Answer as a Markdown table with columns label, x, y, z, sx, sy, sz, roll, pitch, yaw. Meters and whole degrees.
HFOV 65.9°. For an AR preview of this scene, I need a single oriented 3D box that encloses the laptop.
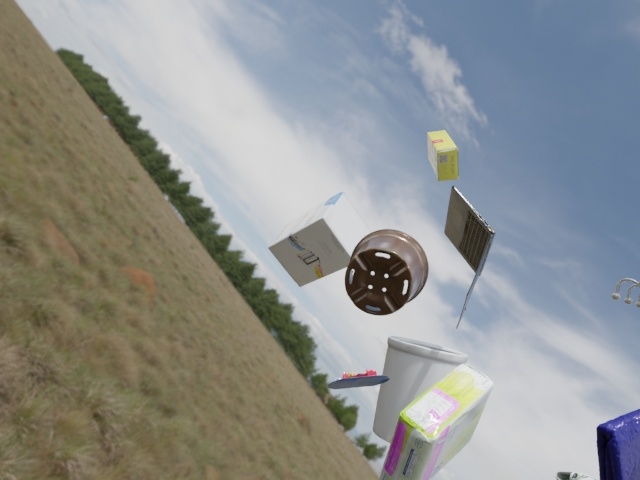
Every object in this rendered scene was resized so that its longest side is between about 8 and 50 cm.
| label | x | y | z | sx | sy | sz | roll | pitch | yaw |
| --- | --- | --- | --- | --- | --- | --- | --- | --- | --- |
| laptop | 0.544 | 0.073 | 1.986 | 0.408 | 0.236 | 0.382 | 58 | -8 | 29 |

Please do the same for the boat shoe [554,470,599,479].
| label | x | y | z | sx | sy | sz | roll | pitch | yaw |
| --- | --- | --- | --- | --- | --- | --- | --- | --- | --- |
| boat shoe | 0.901 | 0.849 | 1.719 | 0.076 | 0.083 | 0.226 | 51 | -27 | 11 |

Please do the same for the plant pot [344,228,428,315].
| label | x | y | z | sx | sy | sz | roll | pitch | yaw |
| --- | --- | --- | --- | --- | --- | --- | --- | --- | --- |
| plant pot | 0.124 | 0.067 | 0.959 | 0.167 | 0.167 | 0.165 | 50 | 14 | 4 |

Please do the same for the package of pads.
| label | x | y | z | sx | sy | sz | roll | pitch | yaw |
| --- | --- | --- | --- | --- | --- | --- | --- | --- | --- |
| package of pads | 0.282 | 0.447 | 1.183 | 0.101 | 0.296 | 0.229 | 32 | -55 | 35 |

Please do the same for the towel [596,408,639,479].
| label | x | y | z | sx | sy | sz | roll | pitch | yaw |
| --- | --- | --- | --- | --- | --- | --- | --- | --- | --- |
| towel | 0.718 | 0.454 | 1.051 | 0.076 | 0.307 | 0.228 | 178 | -98 | -71 |

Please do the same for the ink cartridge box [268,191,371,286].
| label | x | y | z | sx | sy | sz | roll | pitch | yaw |
| --- | --- | --- | --- | --- | --- | --- | --- | --- | --- |
| ink cartridge box | 0.000 | 0.000 | 1.487 | 0.232 | 0.171 | 0.168 | -26 | -71 | 36 |

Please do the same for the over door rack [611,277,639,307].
| label | x | y | z | sx | sy | sz | roll | pitch | yaw |
| --- | --- | --- | --- | --- | --- | --- | --- | --- | --- |
| over door rack | 0.817 | 0.216 | 1.079 | 0.239 | 0.108 | 0.324 | 13 | 23 | -45 |

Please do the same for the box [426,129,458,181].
| label | x | y | z | sx | sy | sz | roll | pitch | yaw |
| --- | --- | --- | --- | --- | --- | --- | --- | --- | --- |
| box | 0.343 | -0.244 | 1.393 | 0.232 | 0.058 | 0.088 | -79 | 162 | -64 |

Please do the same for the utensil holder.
| label | x | y | z | sx | sy | sz | roll | pitch | yaw |
| --- | --- | --- | --- | --- | --- | --- | --- | --- | --- |
| utensil holder | 0.393 | 0.611 | 1.992 | 0.327 | 0.386 | 0.327 | 13 | -6 | 1 |

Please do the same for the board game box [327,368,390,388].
| label | x | y | z | sx | sy | sz | roll | pitch | yaw |
| --- | --- | --- | --- | --- | --- | --- | --- | --- | --- |
| board game box | 0.101 | 0.365 | 1.324 | 0.133 | 0.168 | 0.033 | 103 | -18 | -61 |
